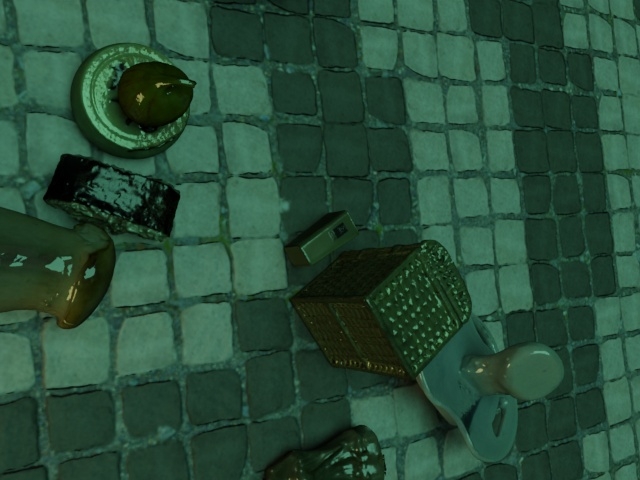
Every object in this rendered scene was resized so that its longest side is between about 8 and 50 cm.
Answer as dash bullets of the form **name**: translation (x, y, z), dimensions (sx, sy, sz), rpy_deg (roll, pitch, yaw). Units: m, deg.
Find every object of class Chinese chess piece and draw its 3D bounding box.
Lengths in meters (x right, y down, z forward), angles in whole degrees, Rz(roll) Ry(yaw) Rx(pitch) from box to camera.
- **Chinese chess piece**: translation (-0.235, -0.173, 0.801), dimensions (0.144, 0.058, 0.143), rpy_deg (3, 85, -31)

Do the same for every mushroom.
- **mushroom**: translation (-0.419, 0.014, 0.635), dimensions (0.408, 0.137, 0.154), rpy_deg (14, 68, -23)

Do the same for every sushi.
- **sushi**: translation (-0.245, -0.048, 0.766), dimensions (0.151, 0.091, 0.078), rpy_deg (21, 79, -29)

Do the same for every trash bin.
- **trash bin**: translation (0.000, 0.000, 0.923), dimensions (0.092, 0.061, 0.042), rpy_deg (-37, 104, -25)

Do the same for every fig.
- **fig**: translation (-0.189, -0.173, 0.738), dimensions (0.084, 0.098, 0.081), rpy_deg (18, 76, -17)

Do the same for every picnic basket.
- **picnic basket**: translation (0.086, 0.085, 0.885), dimensions (0.154, 0.196, 0.134), rpy_deg (-38, 104, -28)

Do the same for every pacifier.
- **pacifier**: translation (0.264, 0.192, 0.978), dimensions (0.279, 0.207, 0.227), rpy_deg (52, 46, -17)

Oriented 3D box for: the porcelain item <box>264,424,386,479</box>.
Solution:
- **porcelain item**: translation (-0.018, 0.323, 0.883), dimensions (0.216, 0.069, 0.081), rpy_deg (-11, 96, -26)
